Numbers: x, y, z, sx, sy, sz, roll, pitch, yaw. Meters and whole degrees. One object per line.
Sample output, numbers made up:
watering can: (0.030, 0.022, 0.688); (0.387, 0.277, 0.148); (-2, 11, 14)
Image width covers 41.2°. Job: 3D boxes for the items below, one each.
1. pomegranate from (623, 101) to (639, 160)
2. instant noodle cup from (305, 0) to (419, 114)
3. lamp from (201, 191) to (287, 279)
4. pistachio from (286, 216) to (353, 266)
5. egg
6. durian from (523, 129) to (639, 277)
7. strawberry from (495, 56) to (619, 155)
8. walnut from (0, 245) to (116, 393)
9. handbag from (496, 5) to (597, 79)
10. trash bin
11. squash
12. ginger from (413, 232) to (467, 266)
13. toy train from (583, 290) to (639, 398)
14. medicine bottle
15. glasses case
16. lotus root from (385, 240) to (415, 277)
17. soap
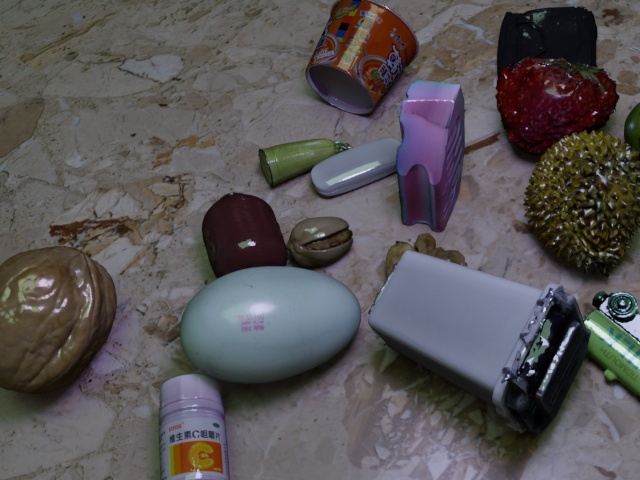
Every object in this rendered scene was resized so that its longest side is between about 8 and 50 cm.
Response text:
pomegranate: (0.761, -0.216, 1.886); (0.189, 0.241, 0.159); (-14, 16, -27)
instant noodle cup: (0.091, -0.443, 2.099); (0.250, 0.250, 0.192); (22, 72, 22)
lamp: (-0.170, 0.005, 1.871); (0.180, 0.180, 0.258); (-19, 53, -4)
pistachio: (0.000, 0.000, 1.886); (0.149, 0.113, 0.113); (-10, 53, -16)
egg: (-0.095, 0.164, 1.698); (0.370, 0.230, 0.230); (-9, 53, -18)
durian: (0.553, -0.081, 1.767); (0.258, 0.258, 0.293); (15, 103, 18)
strawberry: (0.526, -0.301, 1.943); (0.274, 0.221, 0.274); (11, 24, -5)
walnut: (-0.568, 0.156, 1.751); (0.313, 0.277, 0.252); (-59, 29, 1)
handbag: (0.566, -0.479, 2.132); (0.244, 0.088, 0.275); (3, 58, 16)
trash bin: (0.289, 0.167, 1.602); (0.367, 0.296, 0.256); (24, 78, 32)
squash: (-0.030, -0.199, 2.037); (0.224, 0.094, 0.094); (-14, 55, -8)
ginger: (0.259, 0.039, 1.831); (0.096, 0.067, 0.165); (-30, 54, 16)
toy train: (0.606, 0.212, 1.648); (0.157, 0.105, 0.253); (-44, 60, -4)
medicine bottle: (-0.243, 0.395, 1.631); (0.133, 0.133, 0.250); (-10, 54, 2)
glasses case: (0.090, -0.175, 2.010); (0.233, 0.059, 0.092); (-23, 57, -7)
lotus root: (0.176, 0.059, 1.834); (0.072, 0.063, 0.152); (-8, 52, 1)
soap: (0.240, -0.191, 1.837); (0.109, 0.324, 0.193); (13, 58, 19)
